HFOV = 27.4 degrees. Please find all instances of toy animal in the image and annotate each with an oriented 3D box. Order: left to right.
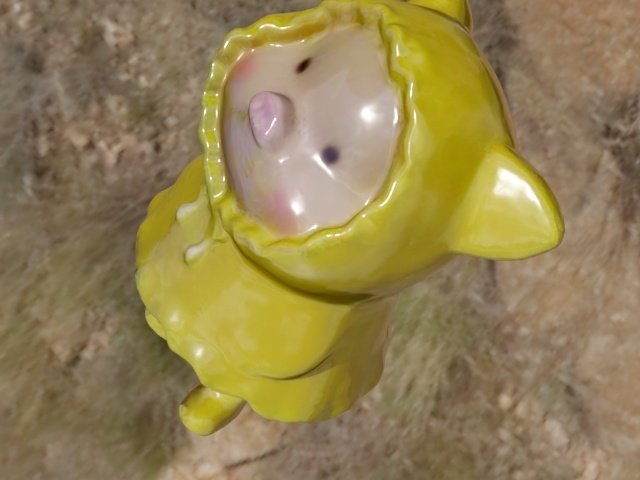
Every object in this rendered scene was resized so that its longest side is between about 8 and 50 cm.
[{"bbox_3d":[-0.001,-0.004,0.585,0.156,0.156,0.230,46,126,1],"label":"toy animal"}]
